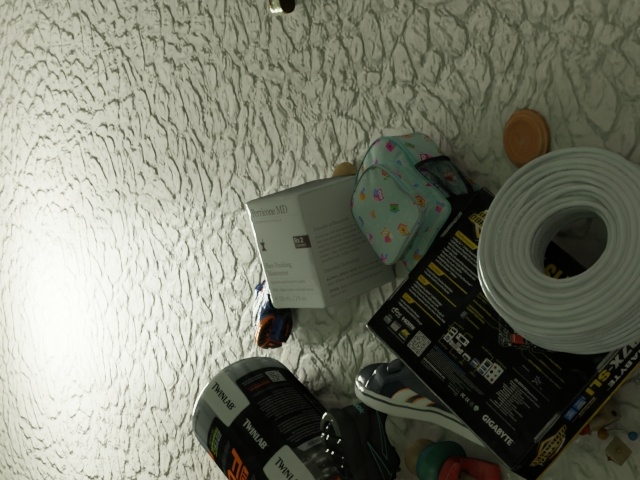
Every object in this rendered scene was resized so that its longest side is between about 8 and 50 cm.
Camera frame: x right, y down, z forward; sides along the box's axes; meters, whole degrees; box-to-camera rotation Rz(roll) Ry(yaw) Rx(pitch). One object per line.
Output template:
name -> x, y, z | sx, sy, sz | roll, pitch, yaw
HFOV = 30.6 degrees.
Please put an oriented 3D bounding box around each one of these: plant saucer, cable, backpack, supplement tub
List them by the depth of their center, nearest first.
cable -> 0.319, 0.010, 1.443 | 0.257, 0.089, 0.257 | 21, 81, 40
plant saucer -> 0.281, -0.139, 1.613 | 0.083, 0.013, 0.084 | 11, 104, 52
backpack -> 0.128, -0.064, 1.728 | 0.188, 0.144, 0.166 | 60, 143, 32
supplement tub -> -0.056, 0.367, 1.989 | 0.338, 0.207, 0.207 | 42, 127, 42

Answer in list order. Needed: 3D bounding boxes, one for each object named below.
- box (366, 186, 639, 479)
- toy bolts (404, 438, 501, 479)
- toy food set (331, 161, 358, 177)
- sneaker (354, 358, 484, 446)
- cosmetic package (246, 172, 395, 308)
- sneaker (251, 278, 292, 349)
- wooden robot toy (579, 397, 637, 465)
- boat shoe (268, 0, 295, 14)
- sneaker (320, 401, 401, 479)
box -> 0.246, 0.117, 1.551 | 0.257, 0.079, 0.322 | -49, 50, 3
toy bolts -> 0.145, 0.405, 1.754 | 0.158, 0.218, 0.229 | 16, 91, 60
toy food set -> 0.046, -0.088, 1.931 | 0.082, 0.020, 0.083 | 38, 124, 43
sneaker -> 0.181, 0.201, 1.717 | 0.321, 0.126, 0.128 | 11, 108, 44
cosmetic package -> 0.000, 0.000, 1.874 | 0.151, 0.151, 0.184 | -6, 102, 53
sneaker -> -0.081, 0.089, 2.086 | 0.087, 0.083, 0.221 | 56, 133, 43
wooden robot toy -> 0.346, 0.226, 1.546 | 0.173, 0.076, 0.079 | 67, 152, 20
boat shoe -> -0.079, -0.454, 2.012 | 0.045, 0.050, 0.135 | -5, 92, 48
sneaker -> 0.082, 0.374, 1.796 | 0.101, 0.106, 0.267 | 9, 113, 59
